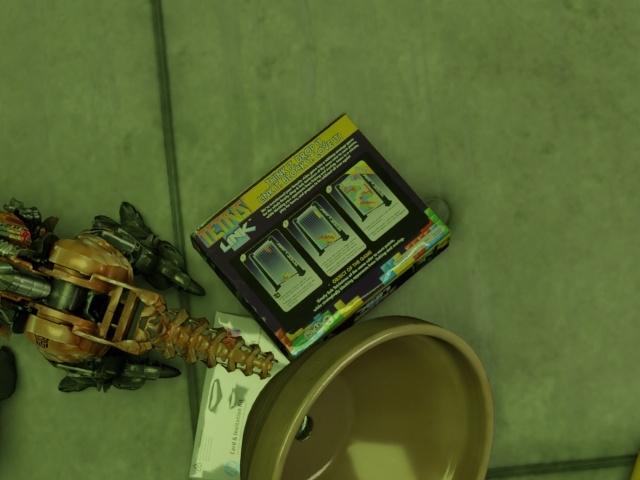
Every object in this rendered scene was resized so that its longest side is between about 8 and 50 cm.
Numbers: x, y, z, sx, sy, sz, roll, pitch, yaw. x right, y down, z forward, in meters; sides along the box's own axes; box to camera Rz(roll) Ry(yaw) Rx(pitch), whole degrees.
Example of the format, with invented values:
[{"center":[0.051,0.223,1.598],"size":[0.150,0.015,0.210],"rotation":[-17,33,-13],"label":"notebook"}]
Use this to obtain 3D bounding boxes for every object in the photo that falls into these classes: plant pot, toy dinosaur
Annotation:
[{"center":[0.018,0.162,1.191],"size":[0.110,0.237,0.237],"rotation":[23,87,45],"label":"plant pot"},{"center":[-0.196,0.053,1.212],"size":[0.322,0.218,0.164],"rotation":[41,92,15],"label":"toy dinosaur"}]

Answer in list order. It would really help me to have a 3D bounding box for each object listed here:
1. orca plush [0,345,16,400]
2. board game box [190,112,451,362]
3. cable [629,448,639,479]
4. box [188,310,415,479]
[{"center":[-0.358,0.083,1.288],"size":[0.102,0.151,0.287],"rotation":[-25,87,33],"label":"orca plush"},{"center":[0.000,0.000,1.277],"size":[0.170,0.048,0.141],"rotation":[-38,75,-9],"label":"board game box"},{"center":[0.267,0.289,1.272],"size":[0.139,0.072,0.287],"rotation":[32,101,-12],"label":"cable"},{"center":[-0.008,0.145,1.292],"size":[0.186,0.038,0.145],"rotation":[9,86,3],"label":"box"}]
